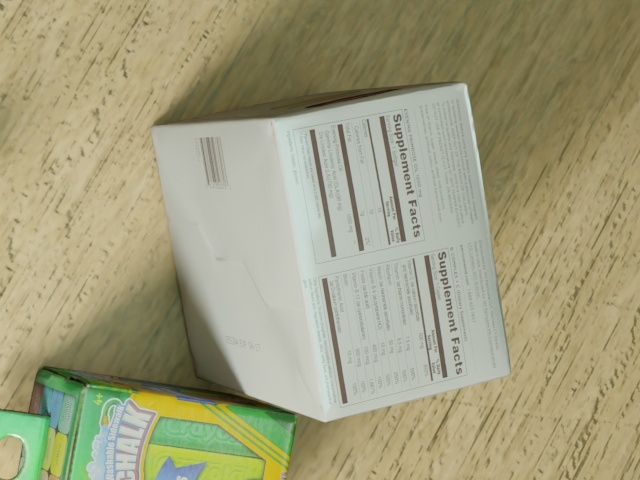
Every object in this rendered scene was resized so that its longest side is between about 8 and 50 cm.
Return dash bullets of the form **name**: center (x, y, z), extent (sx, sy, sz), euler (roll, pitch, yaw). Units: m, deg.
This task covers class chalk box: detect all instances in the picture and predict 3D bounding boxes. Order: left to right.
- **chalk box**: center (-0.145, 0.168, 1.265), extent (0.213, 0.132, 0.132), euler (10, 88, -23)

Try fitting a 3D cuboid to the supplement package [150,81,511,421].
- **supplement package**: center (0.000, 0.000, 1.249), extent (0.145, 0.262, 0.204), euler (-12, 97, -23)
